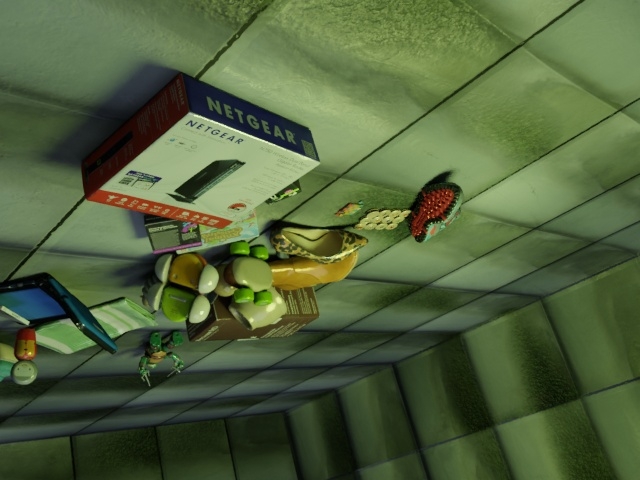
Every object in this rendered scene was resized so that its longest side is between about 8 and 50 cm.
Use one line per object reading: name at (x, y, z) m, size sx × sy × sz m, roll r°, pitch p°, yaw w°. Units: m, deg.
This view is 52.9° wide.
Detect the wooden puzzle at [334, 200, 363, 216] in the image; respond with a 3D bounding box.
wooden puzzle at (0.078, -0.081, 1.671) m, size 0.049 × 0.006 × 0.083 m, roll 5°, pitch 150°, yaw -41°

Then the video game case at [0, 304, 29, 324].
video game case at (-0.788, 0.175, 1.588) m, size 0.087 × 0.011 × 0.122 m, roll 14°, pitch 158°, yaw 14°

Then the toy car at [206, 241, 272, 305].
toy car at (-0.238, 0.107, 1.732) m, size 0.188 × 0.155 × 0.149 m, roll -18°, pitch 159°, yaw 32°

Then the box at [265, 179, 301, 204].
box at (-0.093, -0.122, 1.403) m, size 0.083 × 0.052 × 0.062 m, roll -21°, pitch 158°, yaw 16°

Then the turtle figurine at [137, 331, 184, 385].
turtle figurine at (-0.567, 0.407, 2.247) m, size 0.175 × 0.118 × 0.234 m, roll -16°, pitch 147°, yaw -41°

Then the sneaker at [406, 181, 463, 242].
sneaker at (0.325, -0.094, 1.726) m, size 0.125 × 0.104 × 0.262 m, roll -26°, pitch 167°, yaw -23°

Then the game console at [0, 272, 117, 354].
game console at (-0.694, 0.214, 1.654) m, size 0.173 × 0.250 × 0.293 m, roll -39°, pitch 162°, yaw -14°

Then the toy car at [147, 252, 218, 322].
toy car at (-0.347, 0.119, 1.661) m, size 0.159 × 0.182 × 0.136 m, roll 17°, pitch -175°, yaw 5°

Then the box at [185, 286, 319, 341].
box at (-0.212, 0.217, 2.011) m, size 0.381 × 0.143 × 0.191 m, roll 4°, pitch 150°, yaw -37°

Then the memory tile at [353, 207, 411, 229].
memory tile at (0.172, -0.058, 1.781) m, size 0.148 × 0.012 × 0.113 m, roll -1°, pitch 153°, yaw -31°

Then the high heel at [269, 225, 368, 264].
high heel at (0.000, 0.000, 1.688) m, size 0.261 × 0.093 × 0.186 m, roll -6°, pitch 164°, yaw 0°

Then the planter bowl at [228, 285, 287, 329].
planter bowl at (-0.190, 0.184, 1.818) m, size 0.109 × 0.162 × 0.162 m, roll -45°, pitch 168°, yaw -23°

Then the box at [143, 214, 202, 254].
box at (-0.331, -0.020, 1.456) m, size 0.116 × 0.029 × 0.162 m, roll -11°, pitch 158°, yaw -12°

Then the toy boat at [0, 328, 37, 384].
toy boat at (-0.915, 0.339, 1.770) m, size 0.318 × 0.148 × 0.267 m, roll -12°, pitch 160°, yaw 18°

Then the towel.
towel at (-0.685, 0.263, 1.934) m, size 0.325 × 0.038 × 0.248 m, roll -17°, pitch 157°, yaw 3°

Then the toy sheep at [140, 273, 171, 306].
toy sheep at (-0.429, 0.127, 1.728) m, size 0.132 × 0.091 × 0.091 m, roll -47°, pitch 154°, yaw 0°

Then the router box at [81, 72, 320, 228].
router box at (-0.222, -0.147, 1.219) m, size 0.301 × 0.082 × 0.335 m, roll -31°, pitch 153°, yaw 32°

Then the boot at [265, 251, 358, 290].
boot at (-0.051, 0.077, 1.831) m, size 0.211 × 0.104 × 0.295 m, roll 2°, pitch 156°, yaw -38°

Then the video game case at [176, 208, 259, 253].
video game case at (-0.257, -0.034, 1.538) m, size 0.212 × 0.023 × 0.193 m, roll -13°, pitch 158°, yaw -7°
